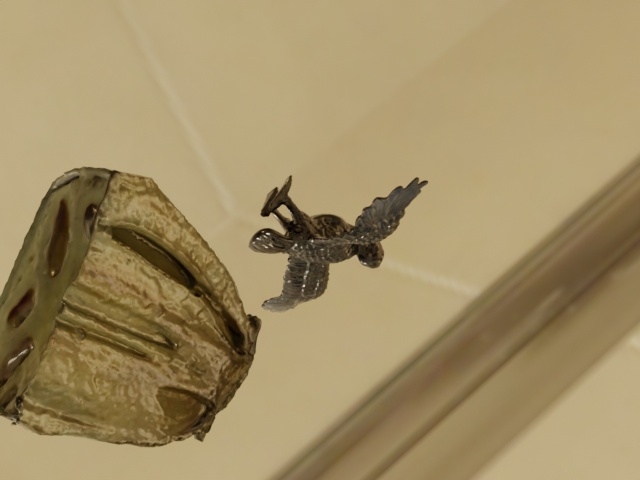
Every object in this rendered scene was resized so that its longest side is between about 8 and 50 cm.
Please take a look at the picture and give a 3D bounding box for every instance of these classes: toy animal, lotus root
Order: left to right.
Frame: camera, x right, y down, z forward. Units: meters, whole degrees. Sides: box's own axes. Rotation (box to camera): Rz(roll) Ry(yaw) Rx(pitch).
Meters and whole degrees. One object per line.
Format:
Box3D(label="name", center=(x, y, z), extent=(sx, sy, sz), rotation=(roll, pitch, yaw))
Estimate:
Box3D(label="lotus root", center=(-0.106, 0.046, 1.021), extent=(0.144, 0.143, 0.070), rotation=(35, 169, -39))
Box3D(label="toy animal", center=(0.000, 0.000, 1.478), extent=(0.108, 0.062, 0.220), rotation=(29, 140, -20))
